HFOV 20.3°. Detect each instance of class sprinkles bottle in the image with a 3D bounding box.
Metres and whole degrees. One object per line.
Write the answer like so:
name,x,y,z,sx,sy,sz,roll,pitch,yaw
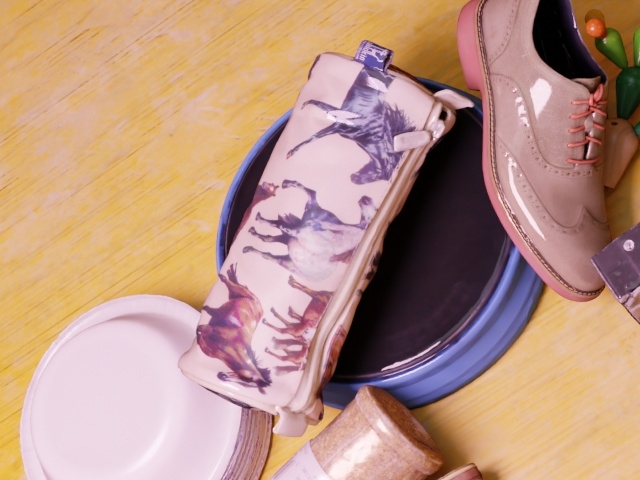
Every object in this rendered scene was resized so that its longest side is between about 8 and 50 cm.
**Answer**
sprinkles bottle,-0.034,0.311,1.880,0.355,0.121,0.121,-45,60,9

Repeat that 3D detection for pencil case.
pencil case,0.000,0.000,1.874,0.183,0.160,0.410,13,76,53

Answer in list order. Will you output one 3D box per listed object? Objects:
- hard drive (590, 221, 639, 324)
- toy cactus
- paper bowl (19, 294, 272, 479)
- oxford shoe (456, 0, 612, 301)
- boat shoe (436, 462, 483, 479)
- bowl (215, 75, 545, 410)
hard drive,0.442,-0.024,1.727,0.339,0.237,0.064,-36,62,8
toy cactus,0.329,-0.145,1.908,0.219,0.112,0.180,19,91,20
paper bowl,-0.208,0.200,1.998,0.284,0.148,0.284,-8,69,21
oxford shoe,0.244,-0.110,1.853,0.130,0.123,0.348,-26,79,48
boat shoe,0.110,0.306,1.866,0.178,0.064,0.060,-46,67,12
bowl,0.062,-0.005,1.986,0.391,0.077,0.391,-8,70,22
